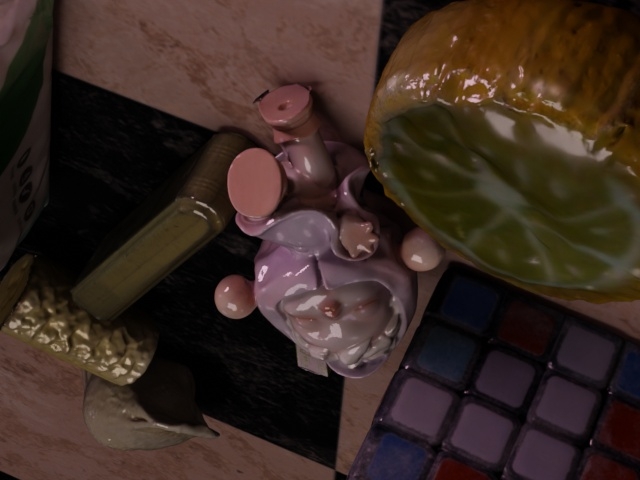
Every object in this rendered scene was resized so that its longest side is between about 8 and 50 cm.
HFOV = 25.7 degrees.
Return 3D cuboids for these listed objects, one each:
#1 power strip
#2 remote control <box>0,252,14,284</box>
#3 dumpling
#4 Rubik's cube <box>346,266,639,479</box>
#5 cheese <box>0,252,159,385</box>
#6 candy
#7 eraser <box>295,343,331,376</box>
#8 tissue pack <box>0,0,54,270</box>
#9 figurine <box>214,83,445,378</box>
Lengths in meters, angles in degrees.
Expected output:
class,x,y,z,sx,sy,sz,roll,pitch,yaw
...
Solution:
class,x,y,z,sx,sy,sz,roll,pitch,yaw
power strip,-0.158,0.002,1.341,0.066,0.092,0.387,37,151,-12
remote control,-0.375,-0.004,1.563,0.090,0.066,0.266,43,156,1
dumpling,-0.198,0.201,1.687,0.166,0.126,0.216,26,154,-34
Rubik's cube,0.170,0.247,1.262,0.292,0.293,0.287,24,152,9
cheese,-0.269,0.086,1.542,0.167,0.093,0.123,29,176,-25
candy,0.153,-0.059,0.958,0.260,0.118,0.260,25,156,12
eraser,-0.007,0.113,1.473,0.038,0.019,0.083,21,151,14
tissue pack,-0.384,-0.120,1.223,0.266,0.193,0.356,26,150,3
figurine,0.000,0.000,1.165,0.200,0.133,0.276,-15,135,10
